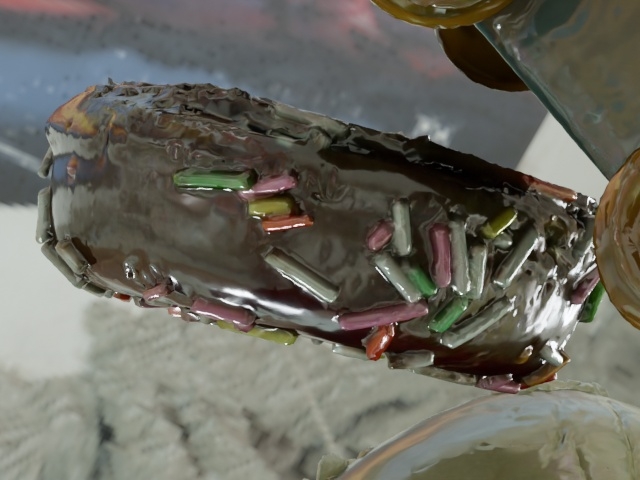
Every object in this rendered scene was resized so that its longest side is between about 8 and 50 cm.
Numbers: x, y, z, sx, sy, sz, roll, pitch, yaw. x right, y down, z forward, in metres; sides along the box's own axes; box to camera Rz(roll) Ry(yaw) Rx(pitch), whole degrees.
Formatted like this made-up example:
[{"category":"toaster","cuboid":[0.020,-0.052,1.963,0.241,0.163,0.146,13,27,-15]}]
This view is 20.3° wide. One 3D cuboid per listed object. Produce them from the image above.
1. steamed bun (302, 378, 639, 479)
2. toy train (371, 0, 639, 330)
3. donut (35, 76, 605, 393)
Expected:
[{"category":"steamed bun","cuboid":[0.060,0.232,0.884,0.233,0.334,0.312,17,-173,0]},{"category":"toy train","cuboid":[0.169,-0.086,0.632,0.369,0.231,0.163,52,-170,15]},{"category":"donut","cuboid":[0.000,0.000,0.805,0.269,0.103,0.270,15,178,1]}]
